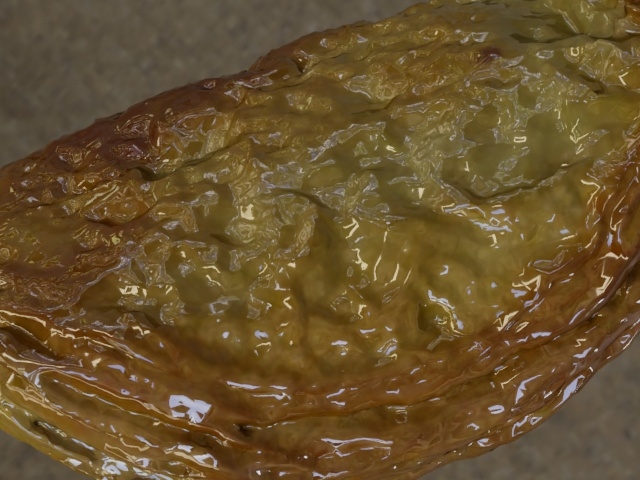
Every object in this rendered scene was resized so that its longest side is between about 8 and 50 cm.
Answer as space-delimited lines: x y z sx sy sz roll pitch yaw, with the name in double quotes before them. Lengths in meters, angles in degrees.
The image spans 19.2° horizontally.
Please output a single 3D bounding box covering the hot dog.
"hot dog" 0.003 0.001 0.607 0.175 0.259 0.114 -119 -174 -55
